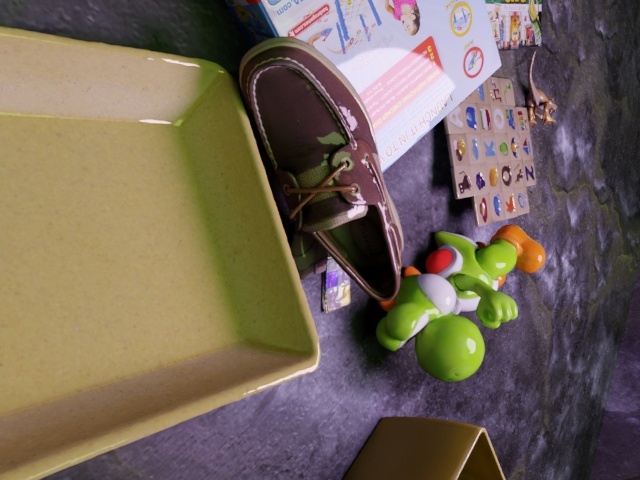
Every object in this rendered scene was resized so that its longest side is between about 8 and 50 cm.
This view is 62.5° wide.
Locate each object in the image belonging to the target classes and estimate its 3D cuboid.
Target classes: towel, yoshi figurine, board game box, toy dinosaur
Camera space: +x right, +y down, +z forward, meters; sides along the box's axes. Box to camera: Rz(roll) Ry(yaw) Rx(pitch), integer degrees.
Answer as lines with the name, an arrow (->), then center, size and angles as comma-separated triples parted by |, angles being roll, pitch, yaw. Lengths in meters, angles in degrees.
towel -> 0.026, 0.064, 0.796 | 0.060, 0.009, 0.084 | -8, 103, -44
yoshi figurine -> 0.253, 0.119, 0.918 | 0.362, 0.202, 0.204 | -28, 123, -37
board game box -> 0.380, -0.453, 1.060 | 0.259, 0.030, 0.136 | -24, 112, -42
toy dinosaur -> 0.480, -0.317, 1.179 | 0.211, 0.064, 0.113 | 16, 67, -56
board game box -> 0.070, -0.274, 0.673 | 0.308, 0.086, 0.302 | -42, 126, -15

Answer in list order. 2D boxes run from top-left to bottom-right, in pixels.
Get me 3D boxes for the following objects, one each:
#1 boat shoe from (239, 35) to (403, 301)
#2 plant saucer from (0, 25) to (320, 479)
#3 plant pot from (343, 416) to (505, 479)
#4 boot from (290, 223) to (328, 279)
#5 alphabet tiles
boat shoe -> 0.017, -0.060, 0.603 | 0.123, 0.123, 0.342 | -92, 159, -50
plant saucer -> -0.184, -0.005, 0.444 | 0.332, 0.081, 0.333 | -8, 75, -46
plant pot -> 0.165, 0.418, 0.878 | 0.212, 0.187, 0.212 | -48, 128, -28
boot -> 0.000, 0.000, 0.740 | 0.118, 0.042, 0.087 | -26, 121, -40
alphabet tiles -> 0.344, -0.182, 1.043 | 0.342, 0.011, 0.286 | -12, 95, -45
